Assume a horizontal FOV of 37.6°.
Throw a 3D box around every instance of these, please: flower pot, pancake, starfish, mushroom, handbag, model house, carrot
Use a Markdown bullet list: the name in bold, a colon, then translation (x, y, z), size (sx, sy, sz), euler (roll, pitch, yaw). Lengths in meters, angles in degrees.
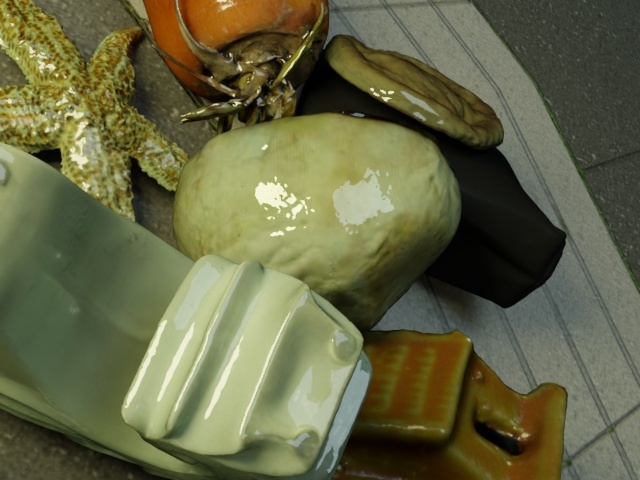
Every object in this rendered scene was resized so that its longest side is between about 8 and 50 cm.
- **flower pot**: translation (-0.156, 0.062, 0.693), size (0.368, 0.254, 0.164), euler (29, 68, -19)
- **pancake**: translation (0.112, -0.171, 1.054), size (0.236, 0.042, 0.222), euler (18, 23, -33)
- **starfish**: translation (-0.216, -0.118, 0.918), size (0.358, 0.078, 0.347), euler (24, 46, -25)
- **mushroom**: translation (0.006, -0.003, 0.859), size (0.267, 0.189, 0.164), euler (13, 54, -22)
- **handbag**: translation (0.106, -0.094, 1.114), size (0.342, 0.152, 0.288), euler (26, 33, -24)
- **model house**: translation (0.080, 0.208, 0.858), size (0.239, 0.173, 0.268), euler (38, 42, -14)
- **carrot**: translation (-0.092, -0.260, 1.015), size (0.193, 0.214, 0.331), euler (-20, 76, 1)
